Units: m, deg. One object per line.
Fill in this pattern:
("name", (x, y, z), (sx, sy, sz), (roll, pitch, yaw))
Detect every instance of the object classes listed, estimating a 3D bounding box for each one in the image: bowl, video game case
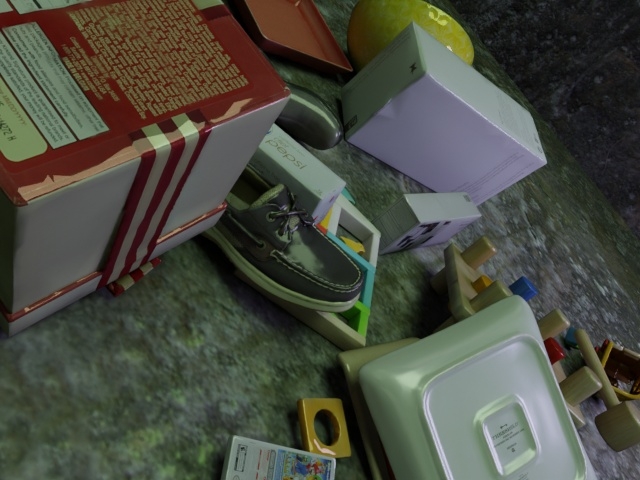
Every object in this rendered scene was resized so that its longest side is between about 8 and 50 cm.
("bowl", (0.172, -0.378, 1.251), (0.289, 0.289, 0.156), (29, 80, -27))
("video game case", (-0.039, 0.237, 0.530), (0.122, 0.011, 0.087), (25, 57, -30))

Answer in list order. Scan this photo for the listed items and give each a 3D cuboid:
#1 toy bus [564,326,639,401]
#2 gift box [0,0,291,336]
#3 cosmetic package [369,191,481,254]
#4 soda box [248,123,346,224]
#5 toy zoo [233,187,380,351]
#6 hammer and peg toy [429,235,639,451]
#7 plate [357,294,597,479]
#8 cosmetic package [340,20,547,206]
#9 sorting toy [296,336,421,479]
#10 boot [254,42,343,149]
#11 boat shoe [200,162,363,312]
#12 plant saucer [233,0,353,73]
("toy bus", (0.588, 0.272, 1.144), (0.202, 0.191, 0.104), (32, 80, -22))
("gift box", (-0.228, -0.093, 0.463), (0.276, 0.258, 0.255), (-28, 80, -36))
("cosmetic package", (0.185, -0.032, 1.002), (0.239, 0.099, 0.061), (-8, 65, -51))
("soda box", (-0.076, -0.107, 0.760), (0.216, 0.074, 0.069), (40, 38, 10))
("toy zoo", (0.000, 0.000, 0.818), (0.192, 0.030, 0.293), (37, 35, -17))
("hammer and peg toy", (0.328, 0.171, 0.903), (0.361, 0.127, 0.266), (43, 21, -8))
("plate", (0.205, 0.229, 0.665), (0.277, 0.045, 0.278), (-17, 85, -31))
("cosmetic package", (0.251, -0.233, 1.165), (0.384, 0.217, 0.156), (26, 46, -33))
("sorting toy", (0.114, 0.215, 0.697), (0.347, 0.047, 0.196), (0, 65, -48))
("boot", (-0.091, -0.202, 0.893), (0.246, 0.083, 0.161), (40, 41, -3))
("boat shoe", (-0.066, -0.025, 0.662), (0.285, 0.092, 0.103), (36, 39, 9))
("plant saucer", (-0.078, -0.452, 1.171), (0.258, 0.047, 0.259), (2, 56, -48))
